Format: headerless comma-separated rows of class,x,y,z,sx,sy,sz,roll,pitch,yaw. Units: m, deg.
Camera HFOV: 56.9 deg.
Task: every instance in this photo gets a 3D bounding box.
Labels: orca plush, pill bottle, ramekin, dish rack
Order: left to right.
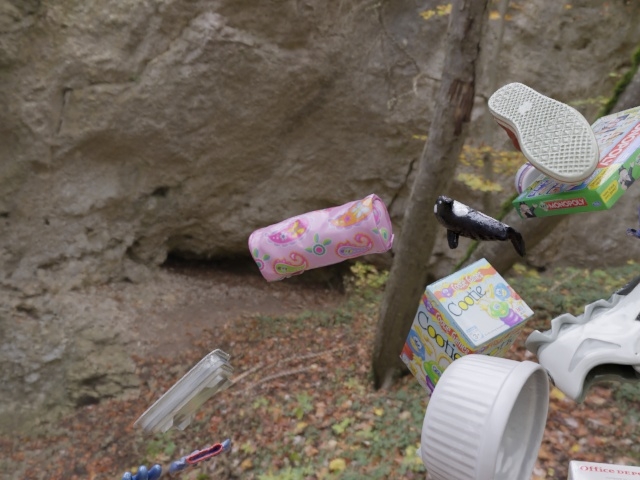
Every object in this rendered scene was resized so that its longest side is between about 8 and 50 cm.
dish rack,-0.347,0.425,1.605,0.072,0.285,0.333,46,-12,11
orca plush,0.339,-0.016,1.334,0.151,0.102,0.287,19,11,-42
ramekin,0.222,0.253,0.801,0.109,0.207,0.207,12,-2,35
pill bottle,0.514,-0.134,1.378,0.108,0.108,0.193,16,13,8

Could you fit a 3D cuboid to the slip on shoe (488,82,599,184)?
slip on shoe,0.429,-0.200,1.131,0.101,0.123,0.331,46,14,-32

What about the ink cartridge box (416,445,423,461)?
ink cartridge box,0.383,0.599,1.595,0.087,0.153,0.208,19,21,-48

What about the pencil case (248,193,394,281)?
pencil case,0.000,0.000,1.176,0.284,0.124,0.124,-16,-11,19

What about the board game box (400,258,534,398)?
board game box,0.277,0.190,1.165,0.144,0.275,0.142,-23,57,-21

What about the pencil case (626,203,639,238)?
pencil case,0.568,-0.029,0.748,0.306,0.119,0.133,15,23,27

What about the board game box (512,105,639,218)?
board game box,0.552,-0.161,1.152,0.046,0.317,0.213,53,-20,-11

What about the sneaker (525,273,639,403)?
sneaker,0.505,0.144,0.916,0.122,0.330,0.146,46,15,-46

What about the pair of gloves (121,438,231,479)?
pair of gloves,-0.205,0.299,0.770,0.198,0.023,0.159,-16,-18,-26

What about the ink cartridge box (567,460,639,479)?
ink cartridge box,0.580,0.548,1.138,0.172,0.100,0.237,0,21,16
